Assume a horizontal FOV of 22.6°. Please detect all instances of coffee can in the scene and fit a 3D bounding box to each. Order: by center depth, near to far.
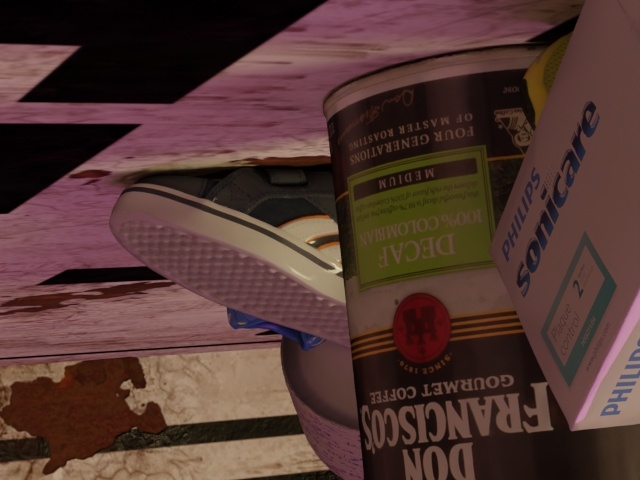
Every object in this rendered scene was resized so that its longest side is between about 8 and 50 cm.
[{"bbox_3d":[0.114,0.040,0.980,0.201,0.275,0.201,-6,172,-1],"label":"coffee can"}]

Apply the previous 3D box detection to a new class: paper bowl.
[{"bbox_3d":[0.102,0.083,1.452,0.284,0.148,0.284,-12,-144,9],"label":"paper bowl"}]

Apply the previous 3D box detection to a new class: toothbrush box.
[{"bbox_3d":[0.257,-0.034,0.762,0.295,0.126,0.216,-2,136,-19],"label":"toothbrush box"}]

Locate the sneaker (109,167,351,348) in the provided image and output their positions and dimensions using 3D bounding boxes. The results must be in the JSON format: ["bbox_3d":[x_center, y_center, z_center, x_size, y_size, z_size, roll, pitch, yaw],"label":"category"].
[{"bbox_3d":[0.000,0.000,1.232,0.321,0.128,0.126,23,156,-17],"label":"sneaker"}]

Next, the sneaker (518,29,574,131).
[{"bbox_3d":[0.206,-0.097,0.834,0.208,0.082,0.094,-11,165,-8],"label":"sneaker"}]

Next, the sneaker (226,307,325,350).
[{"bbox_3d":[0.021,0.030,1.375,0.240,0.126,0.091,-5,172,-7],"label":"sneaker"}]
